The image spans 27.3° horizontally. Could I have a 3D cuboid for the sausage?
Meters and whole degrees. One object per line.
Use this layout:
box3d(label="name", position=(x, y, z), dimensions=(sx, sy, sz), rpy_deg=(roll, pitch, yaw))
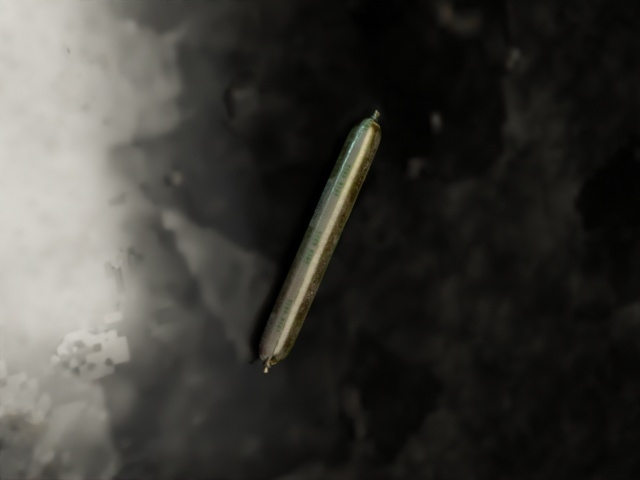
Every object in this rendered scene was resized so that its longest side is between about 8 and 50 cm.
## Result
box3d(label="sausage", position=(0.000, 0.000, 1.241), dimensions=(0.033, 0.033, 0.269), rpy_deg=(25, 86, -27))
